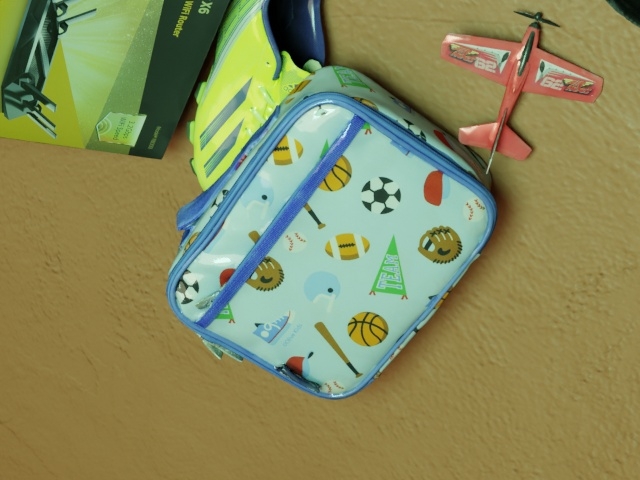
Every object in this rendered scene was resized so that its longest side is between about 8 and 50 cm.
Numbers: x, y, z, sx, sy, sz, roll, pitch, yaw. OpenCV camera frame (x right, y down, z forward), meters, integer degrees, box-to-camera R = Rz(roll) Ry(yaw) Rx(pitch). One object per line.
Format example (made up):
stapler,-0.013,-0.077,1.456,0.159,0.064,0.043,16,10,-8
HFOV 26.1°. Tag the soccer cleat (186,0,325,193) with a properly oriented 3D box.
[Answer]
soccer cleat,-0.053,-0.137,1.312,0.121,0.093,0.289,23,117,34

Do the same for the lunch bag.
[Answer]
lunch bag,0.000,0.000,1.298,0.243,0.115,0.303,32,114,-15

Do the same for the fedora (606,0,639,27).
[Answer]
fedora,0.355,-0.239,0.990,0.334,0.152,0.334,1,128,2

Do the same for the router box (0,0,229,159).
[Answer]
router box,-0.222,-0.209,1.251,0.243,0.081,0.309,7,143,-19

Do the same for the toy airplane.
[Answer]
toy airplane,0.175,-0.133,1.244,0.151,0.028,0.151,1,104,2
